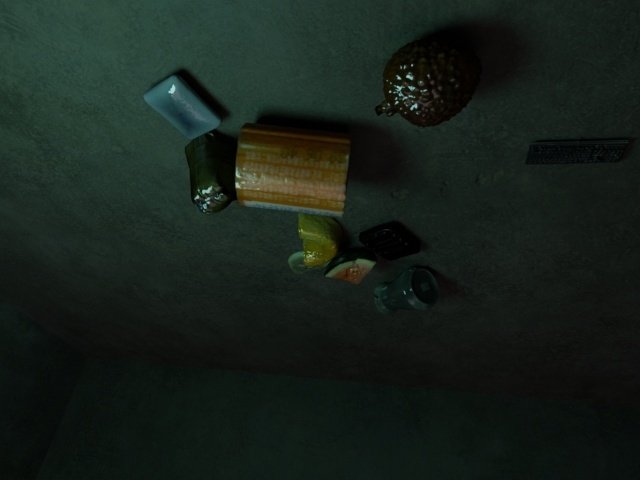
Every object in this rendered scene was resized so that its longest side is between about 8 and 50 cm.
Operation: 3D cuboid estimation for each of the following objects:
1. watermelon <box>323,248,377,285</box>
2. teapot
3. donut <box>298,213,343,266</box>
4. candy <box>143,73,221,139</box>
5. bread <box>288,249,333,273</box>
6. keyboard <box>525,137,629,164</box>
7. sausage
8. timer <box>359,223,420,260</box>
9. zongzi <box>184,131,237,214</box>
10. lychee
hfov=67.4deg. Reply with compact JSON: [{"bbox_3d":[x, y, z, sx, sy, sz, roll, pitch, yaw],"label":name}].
[{"bbox_3d":[0.095,0.081,1.706,0.145,0.137,0.193,16,173,-17],"label":"watermelon"},{"bbox_3d":[0.335,0.198,1.844,0.203,0.170,0.225,-6,166,-35],"label":"teapot"},{"bbox_3d":[0.004,-0.003,1.679,0.152,0.101,0.259,-1,142,6],"label":"donut"},{"bbox_3d":[-0.362,-0.349,1.267,0.138,0.071,0.174,-15,138,33],"label":"candy"},{"bbox_3d":[-0.058,0.081,1.864,0.193,0.036,0.112,-18,137,35],"label":"bread"},{"bbox_3d":[0.653,-0.225,1.231,0.230,0.025,0.093,0,148,14],"label":"keyboard"},{"bbox_3d":[-0.066,-0.187,1.287,0.287,0.233,0.233,7,146,3],"label":"sausage"},{"bbox_3d":[0.240,0.002,1.655,0.144,0.055,0.187,-20,141,40],"label":"timer"},{"bbox_3d":[-0.254,-0.138,1.382,0.138,0.286,0.300,-30,135,11],"label":"zongzi"},{"bbox_3d":[0.225,-0.335,1.033,0.238,0.200,0.200,-24,136,19],"label":"lychee"}]
